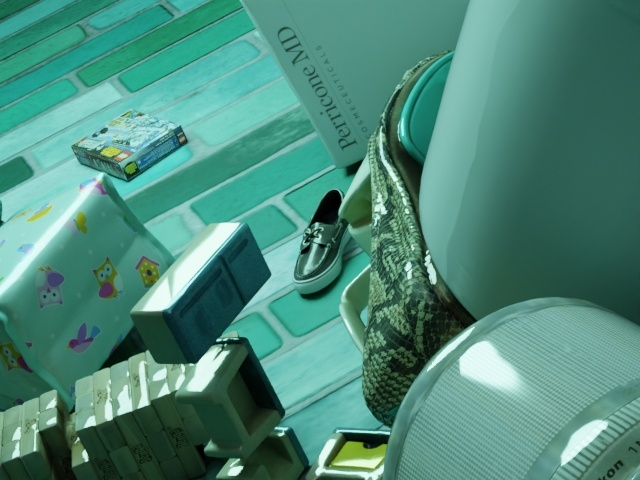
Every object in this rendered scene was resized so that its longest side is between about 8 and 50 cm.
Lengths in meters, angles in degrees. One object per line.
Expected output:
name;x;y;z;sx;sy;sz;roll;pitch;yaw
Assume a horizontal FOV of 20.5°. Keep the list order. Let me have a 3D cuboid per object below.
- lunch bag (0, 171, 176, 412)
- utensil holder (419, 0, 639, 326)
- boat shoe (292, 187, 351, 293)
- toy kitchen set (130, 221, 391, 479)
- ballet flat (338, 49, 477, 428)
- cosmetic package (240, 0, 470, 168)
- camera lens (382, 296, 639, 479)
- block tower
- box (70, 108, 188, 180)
lunch bag;-0.308;0.068;1.747;0.262;0.160;0.223;-15;29;43
utensil holder;0.257;-0.126;1.263;0.328;0.385;0.327;5;51;-7
boat shoe;0.000;0.000;1.737;0.049;0.040;0.142;-11;29;25
toy kitchen set;-0.015;0.101;1.379;0.166;0.207;0.122;-2;35;37
ballet flat;0.087;-0.006;1.574;0.182;0.164;0.483;-44;20;27
cosmetic package;0.168;-0.284;1.850;0.453;0.230;0.161;-25;24;15
camera lens;0.182;0.170;1.077;0.219;0.219;0.274;-32;28;-14
block tower;-0.208;0.183;1.522;0.335;0.097;0.091;-21;27;2
box;-0.234;-0.118;2.163;0.094;0.027;0.137;-34;28;-22
